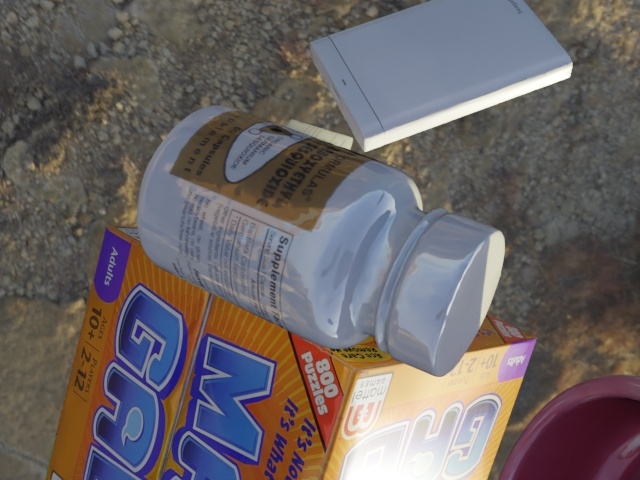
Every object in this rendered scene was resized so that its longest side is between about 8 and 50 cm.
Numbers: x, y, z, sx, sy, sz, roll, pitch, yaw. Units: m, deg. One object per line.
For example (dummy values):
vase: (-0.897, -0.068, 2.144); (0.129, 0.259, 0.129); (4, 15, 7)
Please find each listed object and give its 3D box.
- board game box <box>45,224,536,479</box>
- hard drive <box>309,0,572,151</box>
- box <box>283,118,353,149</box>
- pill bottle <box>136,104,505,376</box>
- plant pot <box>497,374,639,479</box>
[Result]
board game box: (-0.039, 0.210, 0.977); (0.356, 0.356, 0.356); (1, 109, -51)
hard drive: (0.188, -0.291, 1.384); (0.353, 0.233, 0.047); (-20, 146, -8)
box: (-0.031, -0.090, 1.437); (0.119, 0.182, 0.181); (16, 108, 3)
pill bottle: (0.000, 0.000, 0.590); (0.131, 0.229, 0.131); (-45, 148, -39)
plant pot: (0.184, 0.164, 0.338); (0.180, 0.201, 0.201); (11, 108, -14)
